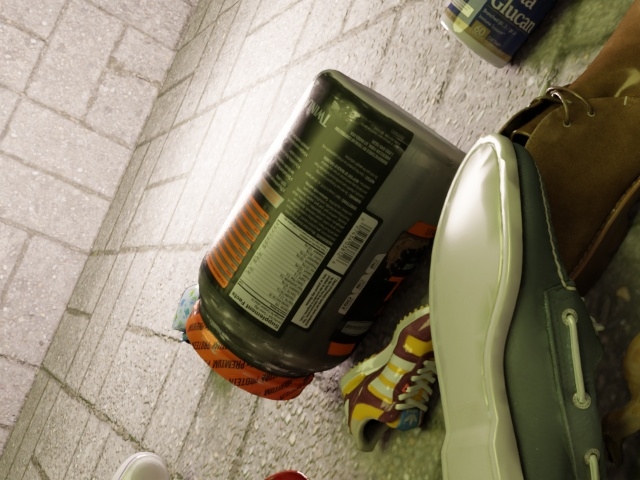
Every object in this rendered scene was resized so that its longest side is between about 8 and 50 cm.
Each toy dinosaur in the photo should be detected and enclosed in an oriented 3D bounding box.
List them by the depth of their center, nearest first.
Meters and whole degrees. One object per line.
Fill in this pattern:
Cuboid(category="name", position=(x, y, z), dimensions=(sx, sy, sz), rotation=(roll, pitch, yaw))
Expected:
Cuboid(category="toy dinosaur", position=(0.240, 0.080, 0.483), dimensions=(0.183, 0.053, 0.092), rotation=(-59, 25, 10))

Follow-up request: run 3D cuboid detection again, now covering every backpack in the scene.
Cuboid(category="backpack", position=(-0.186, 0.113, 1.213), dimensions=(0.105, 0.084, 0.114), rotation=(-21, 46, 52))

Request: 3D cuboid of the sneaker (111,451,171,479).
Cuboid(category="sneaker", position=(-0.229, 0.432, 1.001), dimensions=(0.161, 0.102, 0.282), rotation=(-23, 58, 49))

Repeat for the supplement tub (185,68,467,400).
Cuboid(category="supplement tub", position=(0.000, 0.000, 0.829), dimensions=(0.338, 0.207, 0.207), rotation=(-56, 27, 15))

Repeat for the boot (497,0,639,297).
Cuboid(category="boot", position=(0.224, -0.099, 0.609), dimensions=(0.305, 0.115, 0.112), rotation=(-62, 24, 1))

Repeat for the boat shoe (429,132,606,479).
Cuboid(category="boat shoe", position=(0.146, 0.081, 0.528), dimensions=(0.116, 0.099, 0.319), rotation=(143, 130, -68))

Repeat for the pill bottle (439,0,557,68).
Cuboid(category="pill bottle", position=(0.218, -0.284, 0.809), dimensions=(0.169, 0.094, 0.094), rotation=(-53, 28, 23))

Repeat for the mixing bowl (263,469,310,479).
Cuboid(category="mixing bowl", position=(-0.037, 0.325, 0.700), dimensions=(0.181, 0.098, 0.181), rotation=(-42, 16, 15))

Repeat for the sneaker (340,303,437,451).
Cuboid(category="sneaker", position=(0.089, 0.135, 0.711), dimensions=(0.185, 0.069, 0.084), rotation=(-51, 37, 38))
